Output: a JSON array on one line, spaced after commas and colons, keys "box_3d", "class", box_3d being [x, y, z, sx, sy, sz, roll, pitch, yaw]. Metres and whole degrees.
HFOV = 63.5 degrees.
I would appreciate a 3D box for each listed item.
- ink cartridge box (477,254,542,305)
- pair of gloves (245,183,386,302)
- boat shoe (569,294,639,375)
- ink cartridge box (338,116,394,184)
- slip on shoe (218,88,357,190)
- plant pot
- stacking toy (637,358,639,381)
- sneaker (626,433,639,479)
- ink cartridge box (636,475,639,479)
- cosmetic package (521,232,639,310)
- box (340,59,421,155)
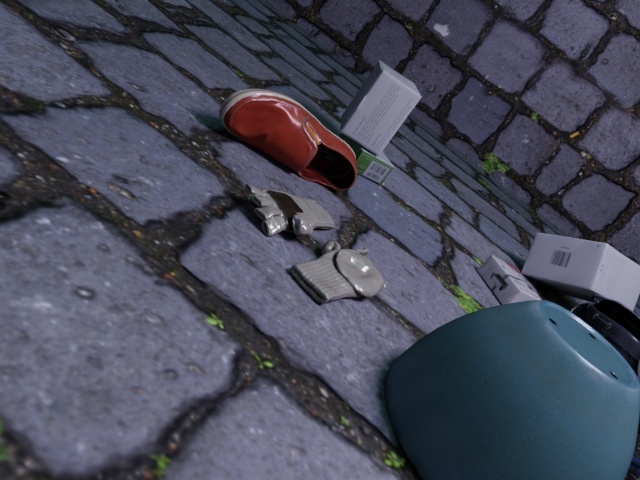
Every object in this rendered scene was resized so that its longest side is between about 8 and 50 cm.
[{"box_3d": [0.452, 0.109, 1.233, 0.099, 0.056, 0.135, 24, 26, -31], "class": "ink cartridge box"}, {"box_3d": [0.000, 0.000, 0.821, 0.204, 0.042, 0.240, 3, 42, -53], "class": "pair of gloves"}, {"box_3d": [0.707, 0.229, 1.253, 0.187, 0.156, 0.500, 44, 23, 19], "class": "boat shoe"}, {"box_3d": [0.107, -0.243, 1.389, 0.109, 0.062, 0.209, 21, 28, -30], "class": "ink cartridge box"}, {"box_3d": [-0.047, -0.193, 1.025, 0.332, 0.123, 0.101, 25, 30, -37], "class": "slip on shoe"}, {"box_3d": [0.251, 0.187, 0.622, 0.290, 0.195, 0.290, 28, 25, -14], "class": "plant pot"}, {"box_3d": [0.745, 0.269, 0.966, 0.480, 0.350, 0.350, 23, 27, -33], "class": "stacking toy"}, {"box_3d": [0.517, 0.376, 0.812, 0.221, 0.087, 0.083, 31, 21, 32], "class": "sneaker"}, {"box_3d": [0.383, 0.358, 0.492, 0.198, 0.114, 0.273, 32, 31, 30], "class": "ink cartridge box"}, {"box_3d": [0.754, 0.090, 1.486, 0.225, 0.138, 0.224, 22, -2, -29], "class": "cosmetic package"}, {"box_3d": [0.149, -0.341, 1.318, 0.119, 0.181, 0.181, 31, 25, -12], "class": "box"}]
